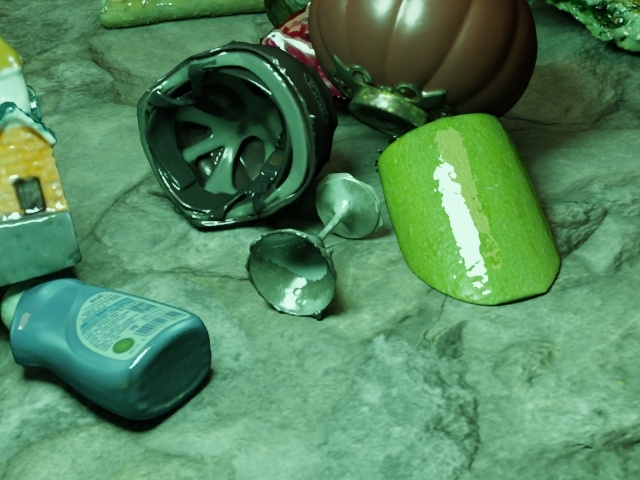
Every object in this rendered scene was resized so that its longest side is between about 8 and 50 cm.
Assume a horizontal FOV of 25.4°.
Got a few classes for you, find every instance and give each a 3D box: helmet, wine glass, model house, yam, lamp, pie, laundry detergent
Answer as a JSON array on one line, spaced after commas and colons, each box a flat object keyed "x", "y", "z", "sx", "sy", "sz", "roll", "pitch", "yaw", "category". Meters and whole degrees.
[{"x": -0.080, "y": -0.149, "z": 1.844, "sx": 0.305, "sy": 0.225, "sz": 0.177, "roll": -14, "pitch": 9, "yaw": 38, "category": "helmet"}, {"x": 0.000, "y": 0.000, "z": 1.713, "sx": 0.122, "sy": 0.122, "sz": 0.183, "roll": 7, "pitch": 29, "yaw": 23, "category": "wine glass"}, {"x": -0.415, "y": -0.100, "z": 1.736, "sx": 0.190, "sy": 0.301, "sz": 0.271, "roll": -11, "pitch": 12, "yaw": -12, "category": "model house"}, {"x": -0.199, "y": -0.417, "z": 2.443, "sx": 0.371, "sy": 0.083, "sz": 0.083, "roll": -5, "pitch": 32, "yaw": 4, "category": "yam"}, {"x": 0.132, "y": -0.264, "z": 1.828, "sx": 0.303, "sy": 0.303, "sz": 0.257, "roll": 15, "pitch": 79, "yaw": 32, "category": "lamp"}, {"x": 0.398, "y": -0.413, "z": 2.172, "sx": 0.371, "sy": 0.078, "sz": 0.296, "roll": 21, "pitch": 40, "yaw": 0, "category": "pie"}, {"x": -0.264, "y": 0.110, "z": 1.619, "sx": 0.289, "sy": 0.094, "sz": 0.143, "roll": 16, "pitch": 42, "yaw": 39, "category": "laundry detergent"}]

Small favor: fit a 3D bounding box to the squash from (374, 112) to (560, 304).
[{"x": 0.185, "y": -0.013, "z": 1.763, "sx": 0.189, "sy": 0.189, "sz": 0.261, "roll": -14, "pitch": 68, "yaw": -9, "category": "squash"}]

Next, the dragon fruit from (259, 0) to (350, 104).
[{"x": 0.054, "y": -0.315, "z": 2.069, "sx": 0.330, "sy": 0.240, "sz": 0.302, "roll": -14, "pitch": 16, "yaw": -21, "category": "dragon fruit"}]

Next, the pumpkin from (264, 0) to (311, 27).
[{"x": -0.007, "y": -0.421, "z": 2.267, "sx": 0.157, "sy": 0.224, "sz": 0.224, "roll": 27, "pitch": 31, "yaw": -12, "category": "pumpkin"}]
